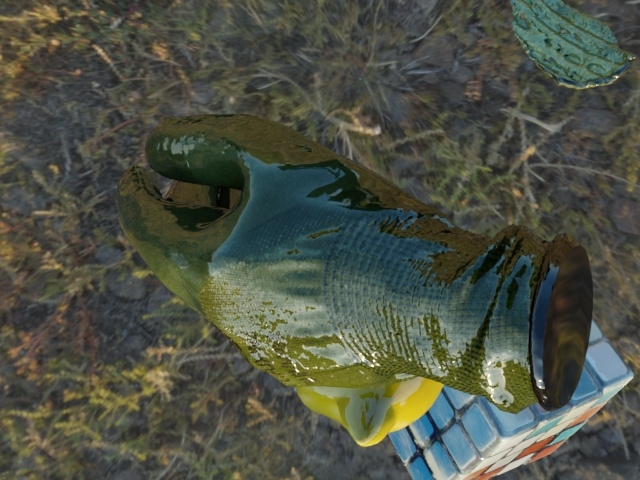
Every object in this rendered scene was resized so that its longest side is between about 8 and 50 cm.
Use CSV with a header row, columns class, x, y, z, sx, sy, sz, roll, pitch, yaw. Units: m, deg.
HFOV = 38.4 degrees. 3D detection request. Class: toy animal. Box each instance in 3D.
class,x,y,z,sx,sy,sz,roll,pitch,yaw
toy animal,0.022,0.053,0.788,0.156,0.156,0.229,-36,81,8

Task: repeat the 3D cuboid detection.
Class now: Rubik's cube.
class,x,y,z,sx,sy,sz,roll,pitch,yaw
Rubik's cube,0.237,0.190,1.332,0.253,0.256,0.259,-16,62,-31

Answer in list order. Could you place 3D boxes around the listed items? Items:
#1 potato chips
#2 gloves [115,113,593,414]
class,x,y,z,sx,sy,sz,roll,pitch,yaw
potato chips,0.286,-0.252,1.114,0.092,0.028,0.207,-39,58,1
gloves,-0.006,0.009,0.429,0.107,0.268,0.135,-39,131,-29
